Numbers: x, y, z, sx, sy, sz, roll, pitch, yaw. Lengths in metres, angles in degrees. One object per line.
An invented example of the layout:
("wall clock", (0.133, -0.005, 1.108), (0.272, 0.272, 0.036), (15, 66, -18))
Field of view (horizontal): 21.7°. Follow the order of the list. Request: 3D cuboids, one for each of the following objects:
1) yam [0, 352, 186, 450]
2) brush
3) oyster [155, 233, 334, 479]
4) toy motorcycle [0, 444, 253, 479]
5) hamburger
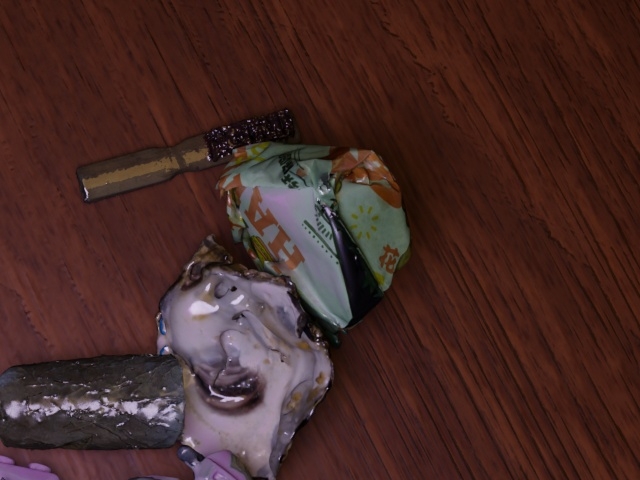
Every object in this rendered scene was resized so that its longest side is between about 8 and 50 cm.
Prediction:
("yam", (-0.228, 0.163, 1.667), (0.183, 0.107, 0.107), (-1, 75, -8))
("brush", (-0.139, -0.094, 1.790), (0.248, 0.036, 0.043), (-16, 74, -14))
("oyster", (-0.081, 0.126, 1.703), (0.214, 0.083, 0.223), (27, 103, 29))
("toy motorcycle", (-0.193, 0.277, 1.632), (0.327, 0.143, 0.188), (12, 65, 9))
("hamburger", (0.000, 0.004, 1.712), (0.125, 0.214, 0.235), (-40, 114, -25))
